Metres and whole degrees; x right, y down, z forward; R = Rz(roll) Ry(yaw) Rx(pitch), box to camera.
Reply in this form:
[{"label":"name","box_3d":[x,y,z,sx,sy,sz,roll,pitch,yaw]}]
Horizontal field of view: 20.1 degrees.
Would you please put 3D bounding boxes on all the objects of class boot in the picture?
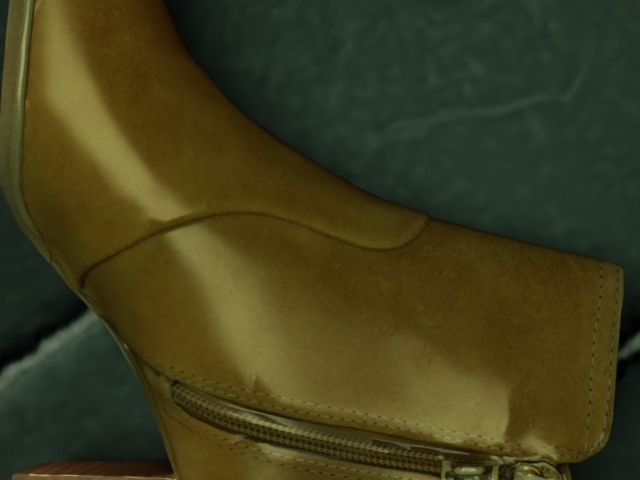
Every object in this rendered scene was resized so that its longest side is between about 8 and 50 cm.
[{"label":"boot","box_3d":[0.000,0.001,0.636,0.211,0.104,0.295,0,94,4]}]
